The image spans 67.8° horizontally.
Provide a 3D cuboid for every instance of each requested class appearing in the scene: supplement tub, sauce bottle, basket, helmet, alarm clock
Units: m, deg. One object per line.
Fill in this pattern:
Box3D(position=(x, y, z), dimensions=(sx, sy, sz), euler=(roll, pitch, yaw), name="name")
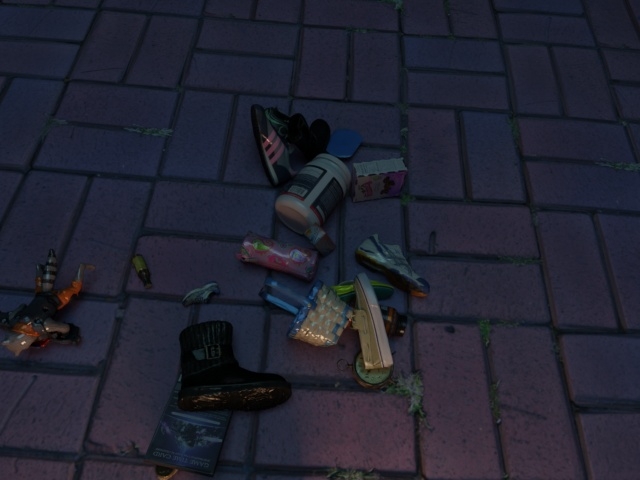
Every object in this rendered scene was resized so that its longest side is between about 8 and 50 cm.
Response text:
Box3D(position=(-0.024, -0.171, 1.764), dimensions=(0.191, 0.191, 0.272), euler=(30, 64, 13), name="supplement tub")
Box3D(position=(-0.622, 0.107, 1.661), dimensions=(0.042, 0.042, 0.128), euler=(-24, 63, -15), name="sauce bottle")
Box3D(position=(-0.061, 0.215, 1.520), dimensions=(0.289, 0.255, 0.201), euler=(26, 73, -5), name="basket")
Box3D(position=(0.185, 0.262, 1.582), dimensions=(0.198, 0.106, 0.106), euler=(15, 61, 5), name="supplement tub")
Box3D(position=(-0.194, -0.453, 1.933), dimensions=(0.161, 0.169, 0.169), euler=(35, 64, 2), name="helmet")
Box3D(position=(0.146, 0.404, 1.524), dimensions=(0.192, 0.064, 0.129), euler=(6, 61, -3), name="alarm clock")

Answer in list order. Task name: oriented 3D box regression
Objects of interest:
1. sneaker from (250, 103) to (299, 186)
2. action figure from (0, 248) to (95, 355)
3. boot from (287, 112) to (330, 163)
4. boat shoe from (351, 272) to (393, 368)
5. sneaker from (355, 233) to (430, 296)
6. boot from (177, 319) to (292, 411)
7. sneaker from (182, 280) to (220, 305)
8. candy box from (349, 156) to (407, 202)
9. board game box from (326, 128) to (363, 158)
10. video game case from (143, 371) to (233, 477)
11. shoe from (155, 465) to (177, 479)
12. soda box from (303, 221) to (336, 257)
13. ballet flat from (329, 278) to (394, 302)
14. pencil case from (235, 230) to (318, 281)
Box3D(position=(-0.176, -0.377, 1.836), dimensions=(0.131, 0.319, 0.112), euler=(-21, 26, -14), name="sneaker")
Box3D(position=(-0.928, 0.202, 1.521), dimensions=(0.341, 0.178, 0.330), euler=(6, 51, -2), name="action figure")
Box3D(position=(-0.045, -0.442, 1.900), dimensions=(0.094, 0.207, 0.246), euler=(-5, 60, 24), name="boot")
Box3D(position=(0.144, 0.252, 1.479), dimensions=(0.094, 0.109, 0.302), euler=(-15, 83, -2), name="boat shoe")
Box3D(position=(0.273, 0.078, 1.687), dimensions=(0.296, 0.112, 0.131), euler=(34, 64, 14), name="sneaker")
Box3D(position=(-0.266, 0.376, 1.467), dimensions=(0.348, 0.131, 0.260), euler=(3, 44, -11), name="boot")
Box3D(position=(-0.404, 0.191, 1.622), dimensions=(0.135, 0.052, 0.058), euler=(-29, 70, -17), name="sneaker")
Box3D(position=(0.217, -0.231, 1.826), dimensions=(0.196, 0.165, 0.070), euler=(-9, 60, -7), name="candy box")
Box3D(position=(0.096, -0.399, 1.991), dimensions=(0.133, 0.033, 0.169), euler=(24, 60, 19), name="board game box")
Box3D(position=(-0.367, 0.529, 1.395), dimensions=(0.196, 0.026, 0.274), euler=(13, 44, -1), name="video game case")
Box3D(position=(-0.414, 0.590, 1.391), dimensions=(0.076, 0.058, 0.219), euler=(13, 46, 10), name="shoe")
Box3D(position=(0.000, 0.000, 1.671), dimensions=(0.063, 0.183, 0.058), euler=(-43, 69, -1), name="soda box")
Box3D(position=(0.137, 0.168, 1.655), dimensions=(0.231, 0.077, 0.077), euler=(-9, 45, -6), name="ballet flat")
Box3D(position=(-0.146, 0.057, 1.668), dimensions=(0.284, 0.124, 0.124), euler=(16, 61, 5), name="pencil case")
